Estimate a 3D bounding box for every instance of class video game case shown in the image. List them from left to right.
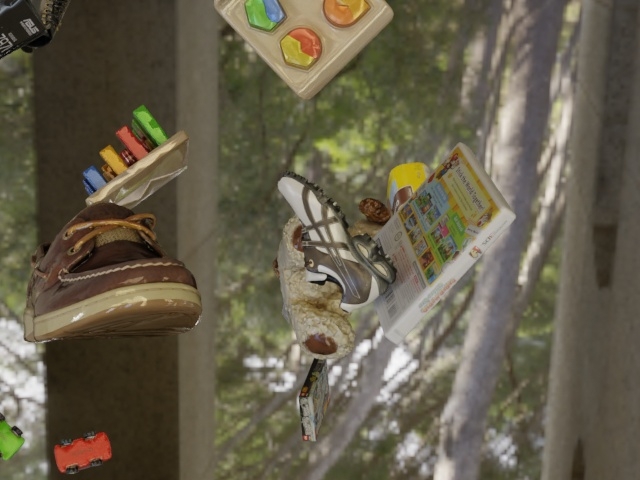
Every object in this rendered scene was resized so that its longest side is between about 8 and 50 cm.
[{"bbox_3d":[0.135,-0.003,1.370,0.026,0.206,0.227,36,-164,-19],"label":"video game case"}]

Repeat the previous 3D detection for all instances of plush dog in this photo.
[{"bbox_3d":[0.045,0.047,1.914,0.225,0.262,0.210,-11,-165,-11],"label":"plush dog"}]

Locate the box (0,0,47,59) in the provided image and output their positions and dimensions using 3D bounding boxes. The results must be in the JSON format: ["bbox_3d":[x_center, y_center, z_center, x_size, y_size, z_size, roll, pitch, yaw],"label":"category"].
[{"bbox_3d":[-0.393,-0.249,1.178,0.147,0.077,0.180,-32,165,-4],"label":"box"}]

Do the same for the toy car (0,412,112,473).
[{"bbox_3d":[-0.515,0.379,1.950,0.225,0.239,0.053,41,160,5],"label":"toy car"}]

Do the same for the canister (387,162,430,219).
[{"bbox_3d":[0.151,-0.020,1.734,0.073,0.126,0.170,-7,-124,-5],"label":"canister"}]

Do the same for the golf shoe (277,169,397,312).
[{"bbox_3d":[0.000,0.000,1.345,0.198,0.094,0.077,47,180,19],"label":"golf shoe"}]

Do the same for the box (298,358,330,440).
[{"bbox_3d":[-0.010,0.288,2.034,0.027,0.094,0.137,0,-156,13],"label":"box"}]

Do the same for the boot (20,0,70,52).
[{"bbox_3d":[-0.398,-0.384,1.733,0.077,0.137,0.198,20,146,-33],"label":"boot"}]

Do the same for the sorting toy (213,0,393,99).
[{"bbox_3d":[-0.024,-0.345,1.671,0.208,0.193,0.038,45,-173,-11],"label":"sorting toy"}]

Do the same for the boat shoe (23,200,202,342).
[{"bbox_3d":[-0.196,0.026,0.982,0.123,0.123,0.342,-1,175,-23],"label":"boat shoe"}]

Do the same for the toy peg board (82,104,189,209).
[{"bbox_3d":[-0.270,-0.104,1.548,0.160,0.079,0.161,-38,175,-13],"label":"toy peg board"}]
